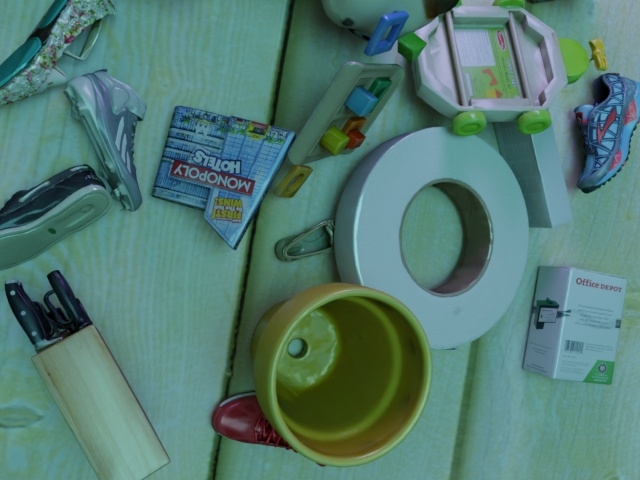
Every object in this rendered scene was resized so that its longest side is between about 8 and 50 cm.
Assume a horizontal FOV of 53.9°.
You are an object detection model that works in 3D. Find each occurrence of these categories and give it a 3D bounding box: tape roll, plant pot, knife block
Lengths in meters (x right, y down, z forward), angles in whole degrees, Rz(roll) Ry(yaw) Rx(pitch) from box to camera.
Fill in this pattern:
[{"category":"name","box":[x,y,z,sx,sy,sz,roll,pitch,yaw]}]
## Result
[{"category":"tape roll","box":[0.206,-0.003,1.116,0.392,0.072,0.392,-1,92,-28]},{"category":"plant pot","box":[0.003,0.185,0.973,0.254,0.239,0.254,-1,92,-23]},{"category":"knife block","box":[-0.322,0.171,0.842,0.088,0.276,0.242,-30,133,-19]}]

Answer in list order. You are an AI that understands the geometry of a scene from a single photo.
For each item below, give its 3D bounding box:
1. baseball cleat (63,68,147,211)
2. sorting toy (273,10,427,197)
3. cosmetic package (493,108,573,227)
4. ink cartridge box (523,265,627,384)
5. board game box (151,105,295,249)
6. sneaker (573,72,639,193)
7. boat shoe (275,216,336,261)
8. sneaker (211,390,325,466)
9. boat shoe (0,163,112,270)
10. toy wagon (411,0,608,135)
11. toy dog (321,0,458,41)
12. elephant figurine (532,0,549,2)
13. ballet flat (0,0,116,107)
[{"category":"baseball cleat","box":[-0.289,-0.150,0.926,0.109,0.072,0.206,-33,112,-32]},{"category":"sorting toy","box":[0.051,-0.189,0.982,0.047,0.196,0.347,43,118,14]},{"category":"cosmetic package","box":[0.405,-0.145,1.206,0.060,0.099,0.239,-20,100,-23]},{"category":"ink cartridge box","box":[0.512,0.168,1.267,0.160,0.092,0.219,11,88,-23]},{"category":"board game box","box":[-0.155,-0.091,0.957,0.194,0.060,0.194,14,86,-1]},{"category":"sneaker","box":[0.560,-0.221,1.283,0.125,0.104,0.261,27,78,-4]},{"category":"boat shoe","box":[-0.001,-0.002,1.066,0.153,0.048,0.056,-17,99,-21]},{"category":"sneaker","box":[-0.056,0.302,1.014,0.221,0.128,0.087,7,90,-23]},{"category":"boat shoe","box":[-0.414,-0.028,0.888,0.233,0.084,0.079,-31,66,-12]},{"category":"toy wagon","box":[0.334,-0.312,1.116,0.344,0.068,0.267,-2,71,-9]},{"category":"toy dog","box":[0.061,-0.511,0.971,0.395,0.285,0.407,-28,108,-46]},{"category":"elephant figurine","box":[0.446,-0.531,1.184,0.239,0.186,0.169,-5,58,2]},{"category":"ballet flat","box":[-0.372,-0.267,0.883,0.241,0.091,0.077,-55,132,-8]}]
